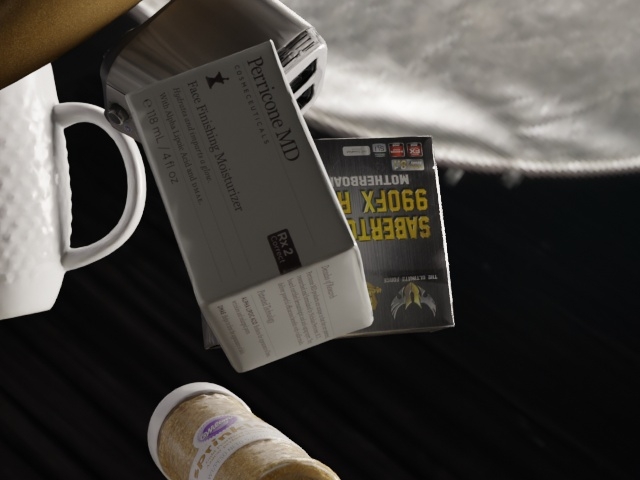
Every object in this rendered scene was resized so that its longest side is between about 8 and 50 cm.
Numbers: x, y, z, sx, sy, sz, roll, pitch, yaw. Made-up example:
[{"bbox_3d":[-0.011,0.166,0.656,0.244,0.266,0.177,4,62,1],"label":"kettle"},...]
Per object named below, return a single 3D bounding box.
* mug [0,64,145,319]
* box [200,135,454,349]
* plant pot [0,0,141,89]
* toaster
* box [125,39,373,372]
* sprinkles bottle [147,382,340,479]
[{"bbox_3d":[-0.417,-0.063,1.860,0.374,0.328,0.276,-10,180,-2],"label":"mug"},{"bbox_3d":[0.000,0.000,1.291,0.231,0.183,0.056,-2,171,-21],"label":"box"},{"bbox_3d":[-0.272,-0.261,1.297,0.254,0.237,0.237,-52,157,-12],"label":"plant pot"},{"bbox_3d":[-0.094,-0.164,1.372,0.227,0.146,0.129,-45,162,-28],"label":"toaster"},{"bbox_3d":[-0.050,-0.020,1.068,0.119,0.181,0.182,-21,158,-3],"label":"box"},{"bbox_3d":[-0.083,0.242,1.471,0.121,0.121,0.355,-50,-160,-8],"label":"sprinkles bottle"}]
